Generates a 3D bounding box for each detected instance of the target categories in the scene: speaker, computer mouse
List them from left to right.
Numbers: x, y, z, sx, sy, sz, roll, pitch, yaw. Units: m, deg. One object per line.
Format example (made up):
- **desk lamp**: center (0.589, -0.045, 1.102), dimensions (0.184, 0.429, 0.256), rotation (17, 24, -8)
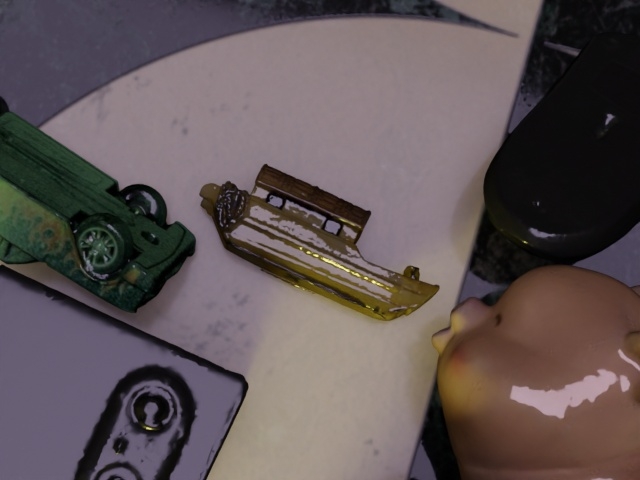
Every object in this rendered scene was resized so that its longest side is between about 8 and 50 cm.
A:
- **speaker**: center (-0.216, 0.184, 1.326), dimensions (0.232, 0.184, 0.254), rotation (26, 81, 0)
- **computer mouse**: center (0.238, -0.070, 1.418), dimensions (0.137, 0.086, 0.270), rotation (33, 59, 15)

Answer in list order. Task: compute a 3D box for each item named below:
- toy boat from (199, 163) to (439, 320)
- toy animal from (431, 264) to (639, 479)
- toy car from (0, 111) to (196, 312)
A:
- **toy boat**: center (0.000, 0.000, 1.417), dimensions (0.226, 0.068, 0.088), rotation (24, 77, 1)
- **toy animal**: center (0.220, 0.178, 1.341), dimensions (0.326, 0.237, 0.269), rotation (44, 101, 1)
- **toy car**: center (-0.263, -0.049, 1.382), dimensions (0.320, 0.141, 0.097), rotation (33, 110, 1)
